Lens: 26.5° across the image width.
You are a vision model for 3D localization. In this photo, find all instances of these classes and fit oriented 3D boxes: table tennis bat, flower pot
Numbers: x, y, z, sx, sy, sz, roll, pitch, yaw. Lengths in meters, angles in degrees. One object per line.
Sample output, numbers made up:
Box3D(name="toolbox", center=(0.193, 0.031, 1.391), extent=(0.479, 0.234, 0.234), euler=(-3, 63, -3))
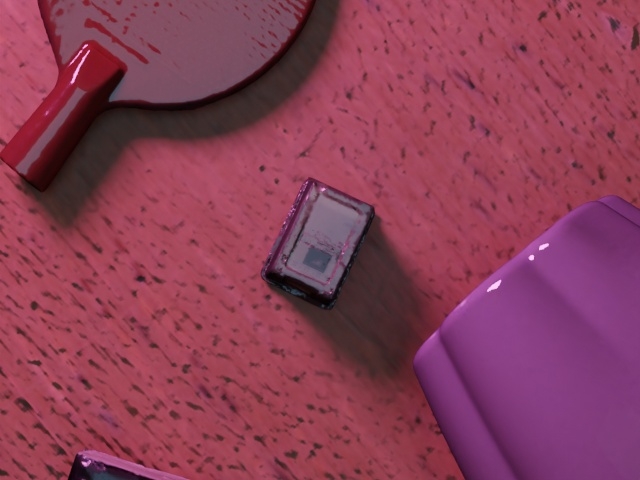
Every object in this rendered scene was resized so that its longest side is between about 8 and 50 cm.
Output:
Box3D(name="table tennis bat", center=(-0.125, -0.170, 0.986), extent=(0.200, 0.038, 0.310), euler=(36, 84, 0))
Box3D(name="flower pot", center=(0.204, 0.114, 0.900), extent=(0.265, 0.265, 0.243), euler=(-39, 75, -5))

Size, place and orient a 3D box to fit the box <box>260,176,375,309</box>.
Box3D(name="box", center=(0.000, 0.000, 0.970), extent=(0.060, 0.063, 0.084), euler=(26, 84, 0))

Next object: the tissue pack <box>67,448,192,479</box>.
Box3D(name="tissue pack", center=(-0.145, 0.239, 0.931), extent=(0.103, 0.090, 0.170), euler=(20, 83, -2))
